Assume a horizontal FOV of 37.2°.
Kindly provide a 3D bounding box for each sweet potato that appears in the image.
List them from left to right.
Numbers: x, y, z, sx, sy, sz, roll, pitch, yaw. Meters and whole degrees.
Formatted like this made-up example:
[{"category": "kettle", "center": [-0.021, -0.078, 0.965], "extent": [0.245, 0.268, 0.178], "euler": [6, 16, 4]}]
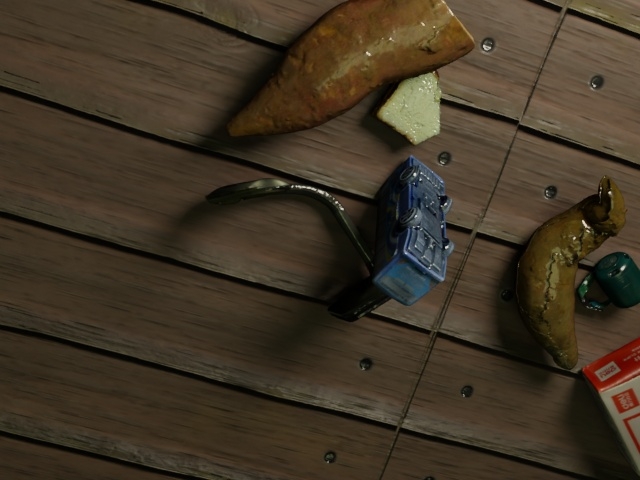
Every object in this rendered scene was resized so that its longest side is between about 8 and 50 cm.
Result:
[{"category": "sweet potato", "center": [0.021, -0.229, 1.222], "extent": [0.337, 0.131, 0.131], "euler": [-24, 109, 3]}, {"category": "sweet potato", "center": [0.344, 0.043, 1.357], "extent": [0.124, 0.098, 0.310], "euler": [18, 113, 14]}]

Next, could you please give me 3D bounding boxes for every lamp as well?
[{"category": "lamp", "center": [0.003, -0.007, 1.263], "extent": [0.283, 0.203, 0.124], "euler": [43, 81, -13]}]

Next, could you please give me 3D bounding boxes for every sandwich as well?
[{"category": "sandwich", "center": [0.132, -0.187, 1.292], "extent": [0.093, 0.035, 0.104], "euler": [30, 102, -13]}]

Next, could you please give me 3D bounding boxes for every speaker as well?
[{"category": "speaker", "center": [0.429, 0.064, 1.404], "extent": [0.094, 0.060, 0.075], "euler": [-23, 114, 40]}]

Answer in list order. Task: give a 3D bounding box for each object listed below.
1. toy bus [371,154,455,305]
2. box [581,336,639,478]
[{"category": "toy bus", "center": [0.116, -0.019, 1.247], "extent": [0.094, 0.236, 0.079], "euler": [-38, 112, 26]}, {"category": "box", "center": [0.499, 0.252, 1.443], "extent": [0.133, 0.099, 0.182], "euler": [-27, 109, 6]}]
